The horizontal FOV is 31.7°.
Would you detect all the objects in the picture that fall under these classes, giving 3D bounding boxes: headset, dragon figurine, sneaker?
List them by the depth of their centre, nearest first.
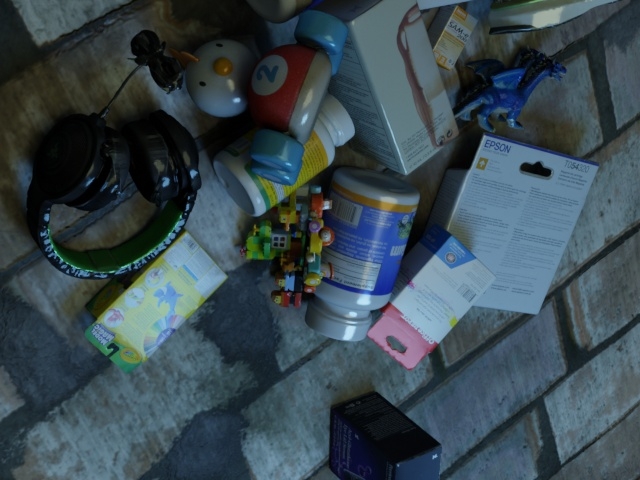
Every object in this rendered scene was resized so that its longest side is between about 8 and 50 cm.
[{"bbox_3d":[-0.266,-0.101,1.570,0.243,0.185,0.394,-7,127,-34],"label":"headset"},{"bbox_3d":[0.447,-0.483,1.863,0.410,0.158,0.182,-24,109,-13],"label":"sneaker"},{"bbox_3d":[0.306,-0.271,1.976,0.289,0.085,0.144,-6,115,-35],"label":"dragon figurine"}]

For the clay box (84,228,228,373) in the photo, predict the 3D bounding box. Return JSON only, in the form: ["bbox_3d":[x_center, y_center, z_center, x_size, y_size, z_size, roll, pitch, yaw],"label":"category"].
[{"bbox_3d":[-0.263,0.090,1.756,0.222,0.053,0.127,-45,131,-8],"label":"clay box"}]

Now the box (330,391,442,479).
[{"bbox_3d":[0.119,0.404,2.093,0.108,0.207,0.153,-16,121,-30],"label":"box"}]

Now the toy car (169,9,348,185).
[{"bbox_3d":[-0.109,-0.226,1.601,0.238,0.210,0.219,20,83,0],"label":"toy car"}]

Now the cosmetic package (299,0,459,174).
[{"bbox_3d":[0.094,-0.269,1.778,0.129,0.153,0.296,-38,131,-17],"label":"cosmetic package"}]

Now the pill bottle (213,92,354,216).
[{"bbox_3d":[-0.053,-0.140,1.754,0.208,0.118,0.117,-38,129,-16],"label":"pill bottle"}]

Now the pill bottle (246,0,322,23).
[{"bbox_3d":[0.009,-0.436,1.627,0.265,0.153,0.153,-33,128,-19],"label":"pill bottle"}]

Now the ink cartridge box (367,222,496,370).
[{"bbox_3d":[0.184,0.102,2.005,0.134,0.078,0.231,41,92,-27],"label":"ink cartridge box"}]

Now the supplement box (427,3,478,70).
[{"bbox_3d":[0.215,-0.345,1.904,0.062,0.036,0.098,23,97,-42],"label":"supplement box"}]

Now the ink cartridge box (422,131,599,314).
[{"bbox_3d":[0.346,-0.030,2.136,0.324,0.071,0.330,10,105,-37],"label":"ink cartridge box"}]

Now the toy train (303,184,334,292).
[{"bbox_3d":[0.000,0.000,1.816,0.046,0.125,0.166,3,106,-2],"label":"toy train"}]

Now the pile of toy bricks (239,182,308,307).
[{"bbox_3d":[-0.079,0.010,1.834,0.105,0.118,0.212,3,125,-3],"label":"pile of toy bricks"}]

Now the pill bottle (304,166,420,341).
[{"bbox_3d":[0.061,0.025,1.897,0.152,0.152,0.272,2,111,-37],"label":"pill bottle"}]

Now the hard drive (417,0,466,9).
[{"bbox_3d":[0.247,-0.500,1.847,0.319,0.040,0.210,-17,121,-29],"label":"hard drive"}]
